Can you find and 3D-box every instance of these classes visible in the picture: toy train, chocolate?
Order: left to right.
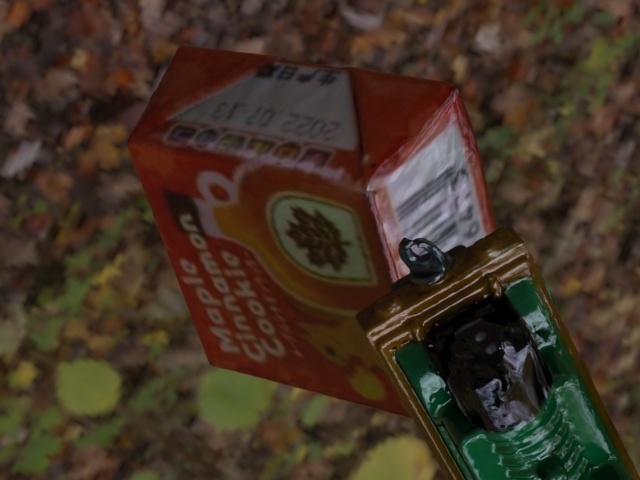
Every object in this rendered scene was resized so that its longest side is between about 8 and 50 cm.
[{"bbox_3d":[0.000,0.000,1.225,0.108,0.234,0.237,-49,137,-34],"label":"chocolate"},{"bbox_3d":[0.099,0.092,0.885,0.091,0.136,0.228,-30,124,-1],"label":"toy train"}]
